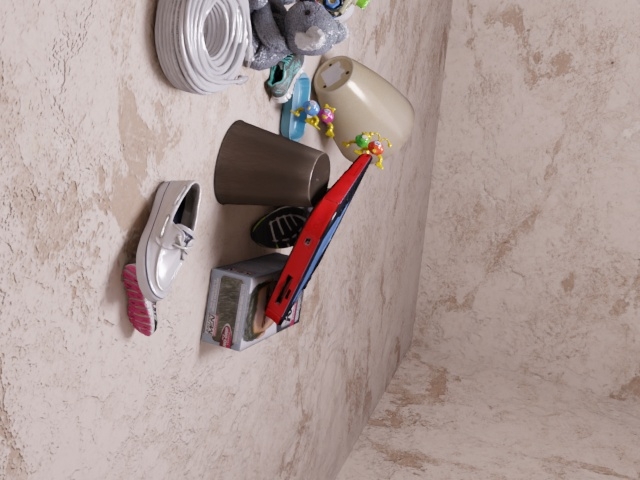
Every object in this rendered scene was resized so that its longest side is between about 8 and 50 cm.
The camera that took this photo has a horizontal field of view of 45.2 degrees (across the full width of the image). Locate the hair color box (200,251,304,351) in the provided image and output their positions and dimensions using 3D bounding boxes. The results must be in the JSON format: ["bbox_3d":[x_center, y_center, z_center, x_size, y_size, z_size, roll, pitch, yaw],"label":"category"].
[{"bbox_3d":[-0.158,0.148,1.987,0.374,0.113,0.185,-14,116,-68],"label":"hair color box"}]

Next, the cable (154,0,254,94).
[{"bbox_3d":[-0.222,-0.410,1.483,0.257,0.089,0.257,-43,141,-57],"label":"cable"}]

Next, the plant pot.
[{"bbox_3d":[0.099,-0.397,2.215,0.274,0.256,0.256,41,62,-49],"label":"plant pot"}]

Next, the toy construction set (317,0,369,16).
[{"bbox_3d":[0.036,-0.646,1.752,0.215,0.327,0.151,-51,163,9],"label":"toy construction set"}]

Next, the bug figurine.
[{"bbox_3d":[0.060,-0.287,1.990,0.072,0.279,0.216,-58,-177,6],"label":"bug figurine"}]

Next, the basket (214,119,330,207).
[{"bbox_3d":[-0.104,-0.158,1.764,0.154,0.227,0.204,26,79,-70],"label":"basket"}]

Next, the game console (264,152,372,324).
[{"bbox_3d":[0.000,0.000,1.881,0.342,0.060,0.386,-50,169,-53],"label":"game console"}]

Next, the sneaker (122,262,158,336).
[{"bbox_3d":[-0.341,0.109,1.522,0.075,0.063,0.170,-41,135,-50],"label":"sneaker"}]

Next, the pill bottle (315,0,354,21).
[{"bbox_3d":[0.014,-0.629,1.944,0.221,0.124,0.124,13,90,-71],"label":"pill bottle"}]

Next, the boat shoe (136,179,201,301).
[{"bbox_3d":[-0.286,-0.008,1.484,0.095,0.084,0.258,39,49,-53],"label":"boat shoe"}]

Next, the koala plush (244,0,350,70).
[{"bbox_3d":[-0.057,-0.466,1.701,0.196,0.221,0.203,-39,138,-61],"label":"koala plush"}]

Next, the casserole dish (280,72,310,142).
[{"bbox_3d":[-0.068,-0.350,2.030,0.114,0.037,0.188,-30,129,-64],"label":"casserole dish"}]

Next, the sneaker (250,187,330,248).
[{"bbox_3d":[-0.081,-0.055,2.077,0.300,0.121,0.111,-26,106,-42],"label":"sneaker"}]

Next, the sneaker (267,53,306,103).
[{"bbox_3d":[-0.085,-0.425,1.899,0.076,0.065,0.166,48,56,-62],"label":"sneaker"}]
